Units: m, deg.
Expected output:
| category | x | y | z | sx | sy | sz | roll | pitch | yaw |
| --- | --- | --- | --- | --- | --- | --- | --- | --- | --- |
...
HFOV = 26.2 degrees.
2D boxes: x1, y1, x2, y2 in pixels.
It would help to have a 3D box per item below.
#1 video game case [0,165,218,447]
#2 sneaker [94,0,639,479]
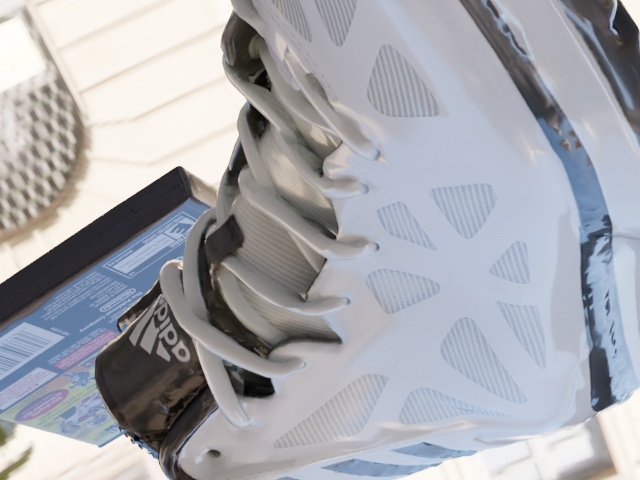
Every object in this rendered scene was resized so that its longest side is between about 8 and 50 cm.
| category | x | y | z | sx | sy | sz | roll | pitch | yaw |
| --- | --- | --- | --- | --- | --- | --- | --- | --- | --- |
| video game case | -0.145 | 0.064 | 1.068 | 0.274 | 0.248 | 0.035 | -32 | -120 | 16 |
| sneaker | 0.001 | 0.001 | 0.533 | 0.257 | 0.447 | 0.169 | -29 | -126 | 7 |
